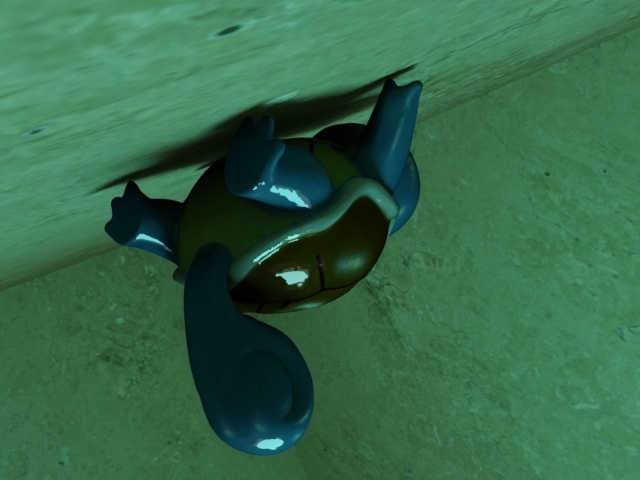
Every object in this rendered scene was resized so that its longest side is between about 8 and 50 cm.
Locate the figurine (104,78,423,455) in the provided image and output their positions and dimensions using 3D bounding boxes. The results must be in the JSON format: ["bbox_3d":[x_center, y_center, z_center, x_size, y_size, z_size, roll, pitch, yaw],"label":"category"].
[{"bbox_3d":[-0.028,-0.024,0.611,0.298,0.243,0.416,-30,-161,37],"label":"figurine"}]
